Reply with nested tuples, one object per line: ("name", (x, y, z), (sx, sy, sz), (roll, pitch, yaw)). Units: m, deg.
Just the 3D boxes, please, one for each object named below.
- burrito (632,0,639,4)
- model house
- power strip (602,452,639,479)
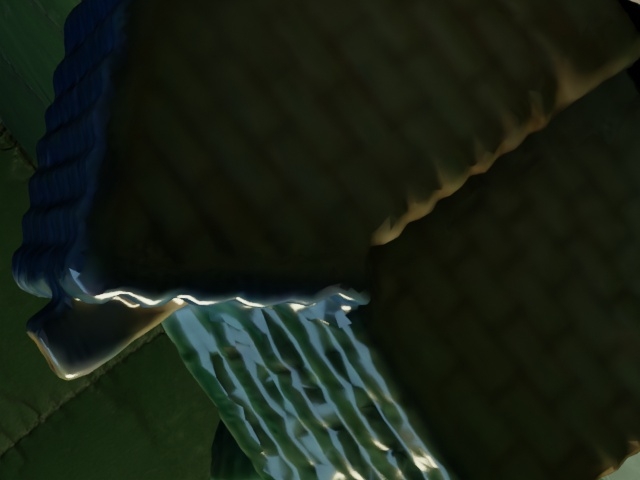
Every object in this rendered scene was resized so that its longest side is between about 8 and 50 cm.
("burrito", (0.121, -0.201, 0.939), (0.229, 0.089, 0.144), (45, 143, 29))
("model house", (0.000, 0.000, 1.286), (0.445, 0.400, 0.395), (53, 165, -11))
("power strip", (0.227, 0.116, 1.597), (0.167, 0.054, 0.253), (28, 155, 53))
